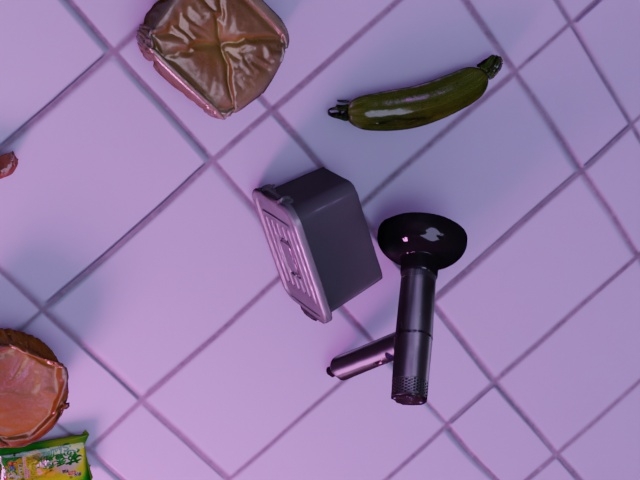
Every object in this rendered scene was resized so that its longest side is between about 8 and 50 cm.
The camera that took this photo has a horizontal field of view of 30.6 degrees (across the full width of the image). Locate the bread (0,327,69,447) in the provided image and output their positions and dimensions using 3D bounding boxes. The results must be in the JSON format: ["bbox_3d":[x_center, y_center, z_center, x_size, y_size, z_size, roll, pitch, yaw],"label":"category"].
[{"bbox_3d":[-0.512,0.235,1.890,0.199,0.104,0.199,-9,113,-22],"label":"bread"}]

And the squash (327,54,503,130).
[{"bbox_3d":[0.170,-0.234,1.972,0.319,0.071,0.080,-18,116,-14],"label":"squash"}]

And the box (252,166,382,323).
[{"bbox_3d":[0.000,0.000,1.964,0.135,0.163,0.243,-27,118,-19],"label":"box"}]

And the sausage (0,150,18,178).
[{"bbox_3d":[-0.536,-0.102,1.774,0.158,0.036,0.042,-14,150,-15],"label":"sausage"}]

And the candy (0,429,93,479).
[{"bbox_3d":[-0.481,0.386,2.004,0.178,0.032,0.102,-7,114,-19],"label":"candy"}]

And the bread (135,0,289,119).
[{"bbox_3d":[-0.164,-0.309,1.792,0.210,0.110,0.192,38,88,-30],"label":"bread"}]

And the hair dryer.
[{"bbox_3d":[0.099,0.127,2.037,0.156,0.284,0.320,33,63,-41],"label":"hair dryer"}]
